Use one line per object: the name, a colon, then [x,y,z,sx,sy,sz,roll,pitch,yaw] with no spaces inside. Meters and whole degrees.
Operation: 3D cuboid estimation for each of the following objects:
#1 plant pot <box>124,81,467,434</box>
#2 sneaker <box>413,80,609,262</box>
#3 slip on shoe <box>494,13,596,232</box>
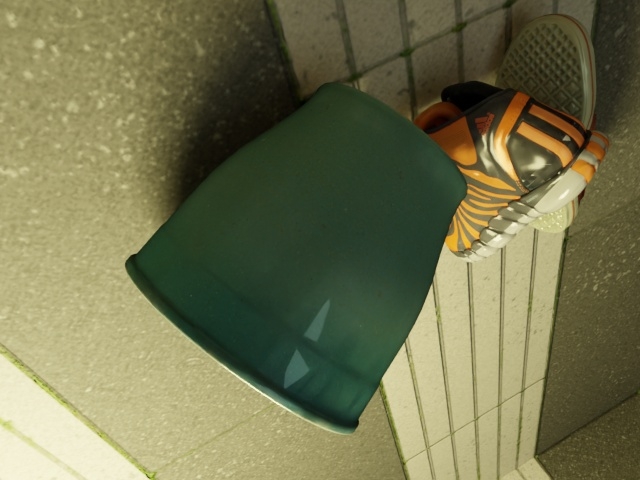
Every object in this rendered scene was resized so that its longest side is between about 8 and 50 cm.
plant pot: [0.000,0.000,0.578,0.255,0.272,0.272,-53,137,-3]
sneaker: [0.186,-0.089,0.715,0.124,0.180,0.321,-55,177,-22]
slip on shoe: [0.298,-0.146,0.746,0.101,0.123,0.331,-50,141,-20]
